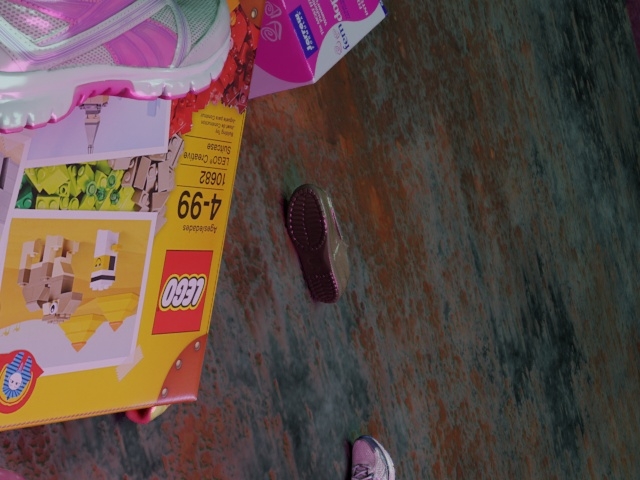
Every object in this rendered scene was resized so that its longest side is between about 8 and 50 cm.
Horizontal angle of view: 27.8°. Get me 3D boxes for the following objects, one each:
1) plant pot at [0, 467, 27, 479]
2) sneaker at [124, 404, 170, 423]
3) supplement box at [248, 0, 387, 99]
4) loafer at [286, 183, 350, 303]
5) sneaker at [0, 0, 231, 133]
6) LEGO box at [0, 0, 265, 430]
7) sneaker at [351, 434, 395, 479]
[{"bbox_3d":[-0.263,0.265,0.909,0.201,0.201,0.180,27,44,-52],"label":"plant pot"},{"bbox_3d":[-0.181,0.080,1.179,0.208,0.081,0.094,63,38,-26],"label":"sneaker"},{"bbox_3d":[-0.026,-0.261,1.494,0.220,0.114,0.111,-50,124,-49],"label":"supplement box"},{"bbox_3d":[0.000,0.000,1.519,0.050,0.056,0.148,-40,125,-55],"label":"loafer"},{"bbox_3d":[-0.137,-0.138,0.751,0.252,0.103,0.111,-28,125,-56],"label":"sneaker"},{"bbox_3d":[-0.266,-0.070,0.856,0.500,0.193,0.372,1,100,-61],"label":"LEGO box"},{"bbox_3d":[0.056,0.299,1.523,0.058,0.052,0.135,-1,82,-54],"label":"sneaker"}]
